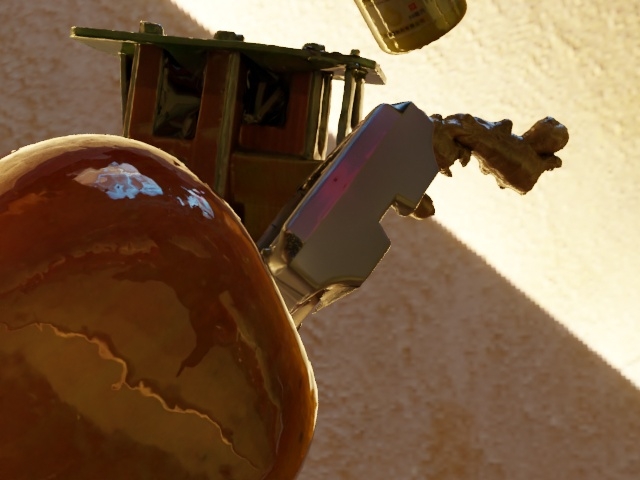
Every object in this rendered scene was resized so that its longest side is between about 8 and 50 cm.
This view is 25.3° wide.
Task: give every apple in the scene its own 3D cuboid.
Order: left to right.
[{"bbox_3d":[-0.135,0.079,0.710,0.241,0.242,0.242,-35,-70,-17],"label":"apple"}]

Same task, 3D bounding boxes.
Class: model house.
[{"bbox_3d":[-0.098,-0.044,1.510,0.340,0.300,0.323,1,-84,-84],"label":"model house"}]

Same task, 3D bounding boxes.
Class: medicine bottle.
[{"bbox_3d":[0.080,-0.340,1.710,0.122,0.122,0.212,-48,-63,-35],"label":"medicine bottle"}]

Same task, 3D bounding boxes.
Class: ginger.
[{"bbox_3d":[0.158,-0.091,1.538,0.193,0.052,0.176,-44,-56,12],"label":"ginger"}]

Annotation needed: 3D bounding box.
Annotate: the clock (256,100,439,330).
[{"bbox_3d":[0.000,0.000,1.248,0.083,0.186,0.253,41,-131,-5],"label":"clock"}]
